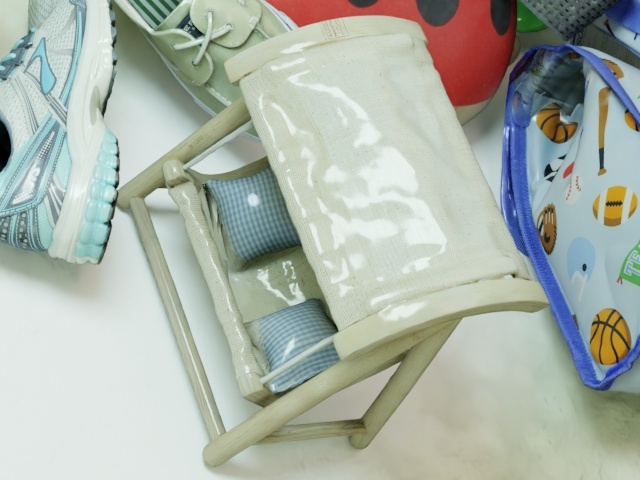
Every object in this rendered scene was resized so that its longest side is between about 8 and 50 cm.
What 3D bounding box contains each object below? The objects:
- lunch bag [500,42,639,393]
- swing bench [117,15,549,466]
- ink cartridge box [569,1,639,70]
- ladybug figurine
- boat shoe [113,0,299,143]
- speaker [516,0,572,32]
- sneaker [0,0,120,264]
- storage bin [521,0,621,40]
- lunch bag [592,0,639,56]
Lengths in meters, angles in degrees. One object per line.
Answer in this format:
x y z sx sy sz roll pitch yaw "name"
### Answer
0.365 -0.016 1.553 0.328 0.239 0.385 14 37 -28 "lunch bag"
0.000 0.000 1.233 0.165 0.255 0.253 -1 58 -40 "swing bench"
0.328 -0.243 1.753 0.224 0.045 0.223 29 67 -43 "ink cartridge box"
0.021 -0.255 1.527 0.449 0.162 0.305 12 51 -33 "ladybug figurine"
-0.110 -0.183 1.349 0.302 0.109 0.094 43 16 -3 "boat shoe"
0.255 -0.357 1.830 0.131 0.131 0.296 36 42 -11 "speaker"
-0.225 -0.112 1.257 0.122 0.110 0.283 7 47 -19 "sneaker"
0.206 -0.292 1.531 0.180 0.084 0.122 37 31 -27 "storage bin"
0.409 -0.190 1.570 0.243 0.115 0.303 11 21 -31 "lunch bag"
